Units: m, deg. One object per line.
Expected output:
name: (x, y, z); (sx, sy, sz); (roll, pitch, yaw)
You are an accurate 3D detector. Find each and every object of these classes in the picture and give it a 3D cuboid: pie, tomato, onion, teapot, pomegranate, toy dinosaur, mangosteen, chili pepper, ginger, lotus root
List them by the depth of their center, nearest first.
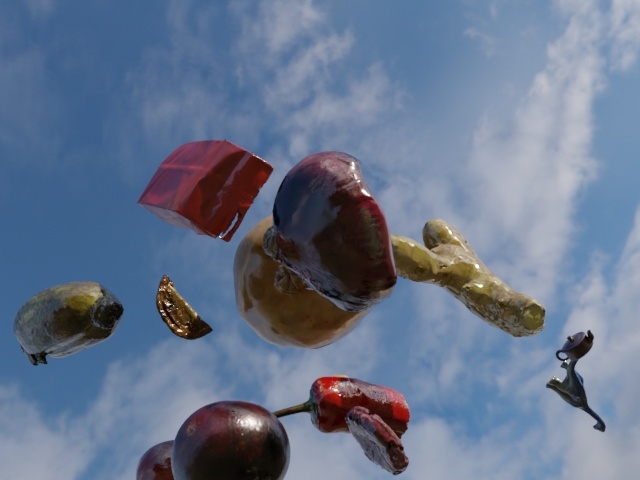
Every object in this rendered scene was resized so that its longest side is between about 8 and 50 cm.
onion: (0.000, 0.000, 0.924); (0.195, 0.272, 0.272); (-19, -59, -20)
pie: (0.105, 0.376, 1.082); (0.038, 0.153, 0.153); (-35, -53, -25)
mangosteen: (-0.172, 0.448, 1.121); (0.235, 0.261, 0.235); (-4, -54, -6)
ginger: (0.317, 0.081, 1.235); (0.122, 0.348, 0.363); (-57, -19, 13)
lotus root: (-0.537, 0.172, 1.263); (0.309, 0.173, 0.173); (-20, -46, 28)
teapot: (0.561, 0.232, 1.280); (0.100, 0.045, 0.068); (-46, -5, 29)
chili pepper: (0.038, 0.381, 1.342); (0.338, 0.134, 0.131); (15, -39, -18)
pie: (-0.364, 0.183, 1.466); (0.191, 0.033, 0.088); (52, -132, -7)
tomato: (-0.387, 0.586, 1.505); (0.199, 0.228, 0.112); (-19, -67, -25)
pomegranate: (-0.045, 0.096, 1.543); (0.411, 0.411, 0.411); (-14, -61, -26)
toy dinosaur: (0.709, 0.410, 1.547); (0.075, 0.188, 0.248); (-42, -29, -31)

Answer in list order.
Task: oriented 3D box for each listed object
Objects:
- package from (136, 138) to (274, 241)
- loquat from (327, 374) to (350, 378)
package: (-0.269, -0.117, 1.280); (0.123, 0.423, 0.196); (37, -101, -30)
loquat: (0.071, 0.537, 1.950); (0.204, 0.172, 0.149); (-9, -42, -25)
